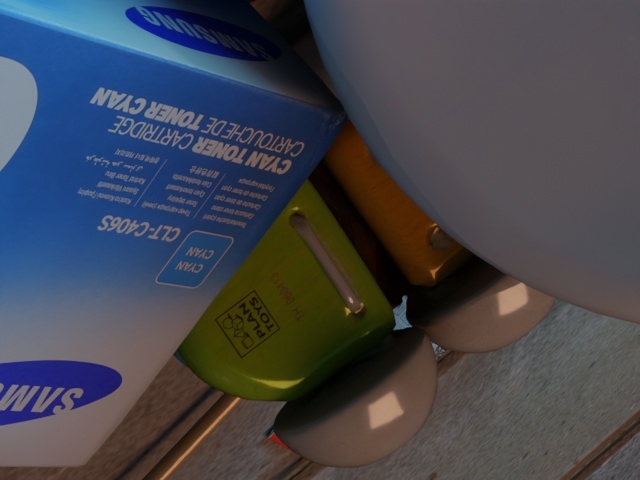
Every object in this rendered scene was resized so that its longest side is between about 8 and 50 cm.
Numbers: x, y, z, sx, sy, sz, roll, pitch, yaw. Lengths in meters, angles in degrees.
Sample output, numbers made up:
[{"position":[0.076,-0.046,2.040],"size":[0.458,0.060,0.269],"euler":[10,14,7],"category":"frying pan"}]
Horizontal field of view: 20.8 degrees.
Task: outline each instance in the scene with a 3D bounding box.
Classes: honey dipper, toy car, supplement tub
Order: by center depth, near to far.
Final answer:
[{"position":[0.158,-0.136,0.604],"size":[0.331,0.241,0.241],"euler":[-42,161,-56],"category":"supplement tub"},{"position":[0.000,0.000,0.755],"size":[0.182,0.159,0.136],"euler":[-39,-167,-25],"category":"toy car"},{"position":[-0.074,0.109,0.901],"size":[0.160,0.030,0.030],"euler":[-47,156,-10],"category":"honey dipper"}]

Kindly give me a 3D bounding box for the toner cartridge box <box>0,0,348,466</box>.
[{"position":[-0.155,-0.023,0.462],"size":[0.165,0.075,0.348],"euler":[-51,149,19],"category":"toner cartridge box"}]

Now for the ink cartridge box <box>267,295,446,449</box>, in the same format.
[{"position":[0.025,0.087,1.022],"size":[0.115,0.029,0.063],"euler":[-48,156,0],"category":"ink cartridge box"}]
